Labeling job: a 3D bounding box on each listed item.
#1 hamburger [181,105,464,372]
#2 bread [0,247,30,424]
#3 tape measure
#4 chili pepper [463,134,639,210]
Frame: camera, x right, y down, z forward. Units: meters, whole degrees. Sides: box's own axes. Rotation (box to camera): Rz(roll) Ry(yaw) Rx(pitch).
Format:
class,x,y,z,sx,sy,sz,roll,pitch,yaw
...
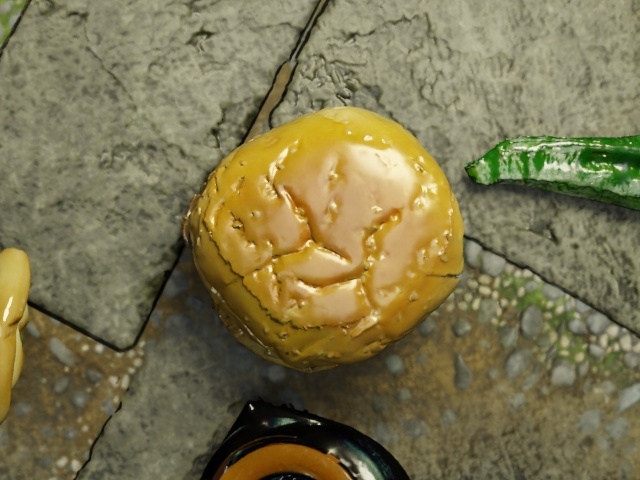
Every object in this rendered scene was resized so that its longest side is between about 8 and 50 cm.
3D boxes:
class,x,y,z,sx,sy,sz,roll,pitch,yaw
hamburger,0.000,0.000,1.163,0.244,0.163,0.245,-1,96,-5
bread,-0.416,0.078,1.150,0.311,0.121,0.173,5,94,-5
tape measure,-0.015,0.258,1.175,0.223,0.135,0.202,34,95,23
chili pepper,0.247,-0.063,1.236,0.226,0.059,0.088,1,98,-3
